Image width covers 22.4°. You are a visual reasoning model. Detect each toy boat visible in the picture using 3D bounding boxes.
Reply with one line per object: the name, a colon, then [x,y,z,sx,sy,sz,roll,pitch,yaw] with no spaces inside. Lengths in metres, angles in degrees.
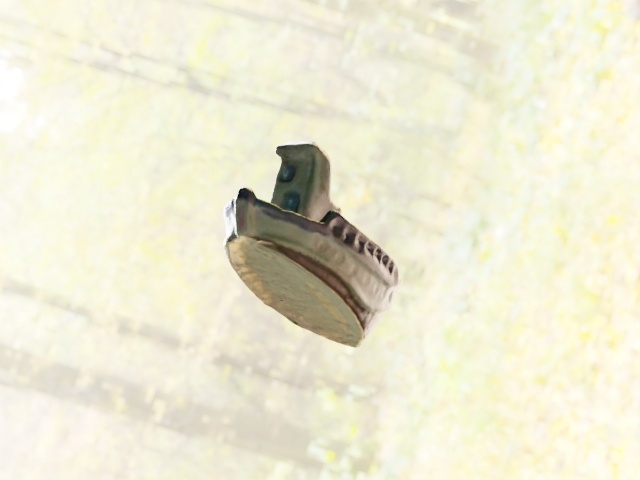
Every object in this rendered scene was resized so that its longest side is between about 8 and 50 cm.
toy boat: [0.000,0.000,1.385,0.262,0.114,0.115,48,-128,-50]
